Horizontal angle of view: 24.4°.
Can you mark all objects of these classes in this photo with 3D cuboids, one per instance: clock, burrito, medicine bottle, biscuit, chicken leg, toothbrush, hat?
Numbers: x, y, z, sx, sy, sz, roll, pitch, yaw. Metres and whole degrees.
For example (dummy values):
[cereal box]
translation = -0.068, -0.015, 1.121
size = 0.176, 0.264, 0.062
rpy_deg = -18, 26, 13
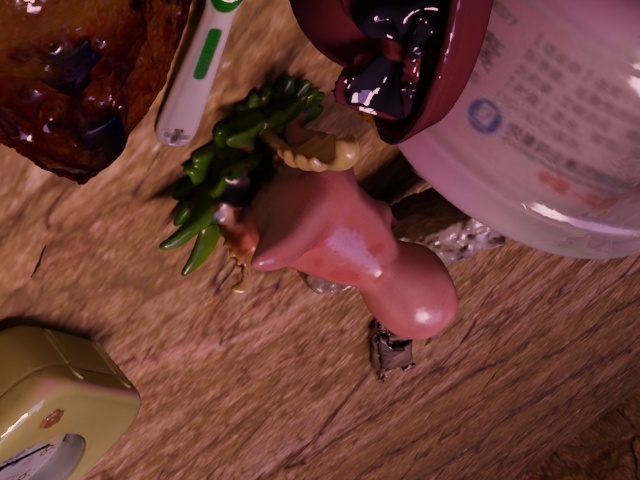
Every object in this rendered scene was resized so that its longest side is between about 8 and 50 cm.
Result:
[clock]
translation = -0.241, 0.158, 1.020
size = 0.232, 0.069, 0.170
rpy_deg = -42, 162, 5
[burrito]
translation = 0.077, 0.115, 1.614
size = 0.051, 0.042, 0.171
rpy_deg = -35, 164, -9
[medicine bottle]
translation = 0.190, -0.164, 0.885
size = 0.241, 0.241, 0.302
rpy_deg = -23, 154, -45
[biscuit]
translation = 0.097, -0.014, 1.216
size = 0.265, 0.040, 0.188
rpy_deg = -25, -167, -26
[chicken leg]
translation = -0.103, -0.126, 0.659
size = 0.177, 0.083, 0.322
rpy_deg = -46, 165, -17
[toothbrush]
translation = -0.047, -0.147, 0.792
size = 0.030, 0.030, 0.304
rpy_deg = -29, 160, -34
[hat]
translation = 0.028, -0.150, 0.734
size = 0.089, 0.205, 0.205
rpy_deg = 5, 146, -11

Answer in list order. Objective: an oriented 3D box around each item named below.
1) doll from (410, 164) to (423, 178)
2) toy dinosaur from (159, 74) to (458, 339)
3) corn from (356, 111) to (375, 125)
[doll]
translation = 0.151, -0.110, 1.161
size = 0.192, 0.095, 0.149
rpy_deg = -39, -169, -1
[toy dinosaur]
translation = -0.006, 0.005, 0.976
size = 0.152, 0.177, 0.194
rpy_deg = -45, 160, 7
[corn]
translation = 0.117, -0.084, 1.049
size = 0.207, 0.068, 0.068
rpy_deg = 15, 134, -17
